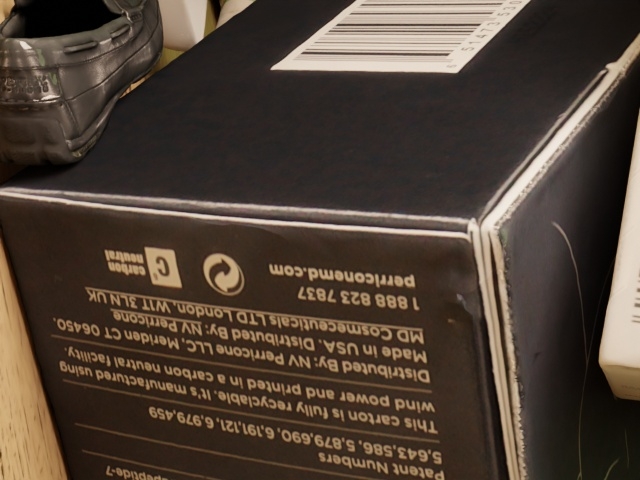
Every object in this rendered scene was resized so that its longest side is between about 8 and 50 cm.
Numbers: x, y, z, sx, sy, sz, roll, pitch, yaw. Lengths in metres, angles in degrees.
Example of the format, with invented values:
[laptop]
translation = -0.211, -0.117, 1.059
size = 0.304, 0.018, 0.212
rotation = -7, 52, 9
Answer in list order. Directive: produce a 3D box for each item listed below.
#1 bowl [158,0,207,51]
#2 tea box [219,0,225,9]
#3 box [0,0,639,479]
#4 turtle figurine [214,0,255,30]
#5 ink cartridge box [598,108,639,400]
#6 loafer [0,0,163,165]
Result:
[bowl]
translation = -0.121, -0.221, 1.198
size = 0.142, 0.053, 0.142
rotation = -89, 169, -47
[tea box]
translation = 0.071, -0.241, 1.686
size = 0.220, 0.323, 0.329
rotation = -89, 169, -52
[box]
translation = 0.095, 0.081, 1.039
size = 0.480, 0.297, 0.472
rotation = -45, 131, -50
[turtle figurine]
translation = 0.014, -0.257, 1.229
size = 0.198, 0.275, 0.266
rotation = 37, 54, -61
[ink cartridge box]
translation = 0.224, -0.055, 0.903
size = 0.385, 0.091, 0.308
rotation = 45, 54, -75
[loafer]
translation = -0.132, -0.116, 0.895
size = 0.223, 0.076, 0.078
rotation = -76, 166, -62
